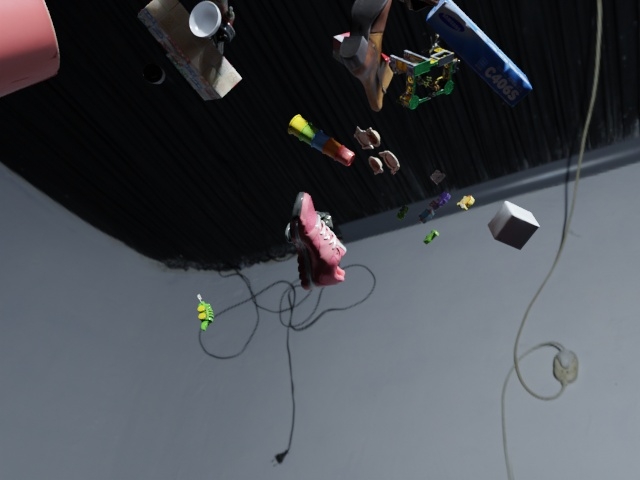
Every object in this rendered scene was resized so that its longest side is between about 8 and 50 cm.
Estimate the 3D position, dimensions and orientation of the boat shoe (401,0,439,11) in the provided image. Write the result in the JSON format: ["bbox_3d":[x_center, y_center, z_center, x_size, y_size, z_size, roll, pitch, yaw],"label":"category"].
[{"bbox_3d":[0.267,-0.671,1.335,0.073,0.073,0.207,5,18,-18],"label":"boat shoe"}]

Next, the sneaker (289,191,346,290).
[{"bbox_3d":[0.000,0.000,1.325,0.136,0.314,0.116,-3,37,10],"label":"sneaker"}]

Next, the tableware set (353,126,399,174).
[{"bbox_3d":[0.155,-0.254,1.377,0.020,0.169,0.141,-38,11,-14],"label":"tableware set"}]

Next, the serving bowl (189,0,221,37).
[{"bbox_3d":[-0.268,-0.519,1.148,0.083,0.027,0.084,-1,89,23],"label":"serving bowl"}]

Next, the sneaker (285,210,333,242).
[{"bbox_3d":[-0.037,-0.059,1.956,0.130,0.087,0.227,-2,20,45],"label":"sneaker"}]

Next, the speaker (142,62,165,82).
[{"bbox_3d":[-0.482,-0.484,1.408,0.055,0.055,0.136,-38,22,-1],"label":"speaker"}]

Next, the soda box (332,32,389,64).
[{"bbox_3d":[0.158,-0.734,1.941,0.083,0.092,0.263,-26,54,-25],"label":"soda box"}]

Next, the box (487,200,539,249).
[{"bbox_3d":[0.596,-0.046,1.502,0.087,0.101,0.101,-85,20,-57],"label":"box"}]

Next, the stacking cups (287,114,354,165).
[{"bbox_3d":[0.006,-0.428,2.126,0.316,0.096,0.096,36,74,12],"label":"stacking cups"}]

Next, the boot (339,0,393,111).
[{"bbox_3d":[0.175,-0.559,1.419,0.096,0.280,0.264,12,81,29],"label":"boot"}]

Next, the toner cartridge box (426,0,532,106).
[{"bbox_3d":[0.457,-0.549,1.401,0.075,0.347,0.165,-44,13,31],"label":"toner cartridge box"}]

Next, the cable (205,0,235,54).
[{"bbox_3d":[-0.279,-0.598,1.386,0.072,0.139,0.287,-39,-2,-10],"label":"cable"}]

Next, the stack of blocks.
[{"bbox_3d":[-0.382,-0.553,1.402,0.087,0.297,0.171,-48,31,-12],"label":"stack of blocks"}]

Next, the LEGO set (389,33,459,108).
[{"bbox_3d":[0.452,-0.769,2.231,0.331,0.255,0.192,-33,48,-16],"label":"LEGO set"}]

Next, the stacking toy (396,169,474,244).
[{"bbox_3d":[0.384,-0.108,1.627,0.221,0.167,0.052,-47,23,12],"label":"stacking toy"}]

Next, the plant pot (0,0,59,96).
[{"bbox_3d":[-0.586,-0.339,0.779,0.243,0.275,0.274,-27,32,-34],"label":"plant pot"}]

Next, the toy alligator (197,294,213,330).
[{"bbox_3d":[-0.454,0.277,1.923,0.051,0.056,0.190,-19,43,-3],"label":"toy alligator"}]
